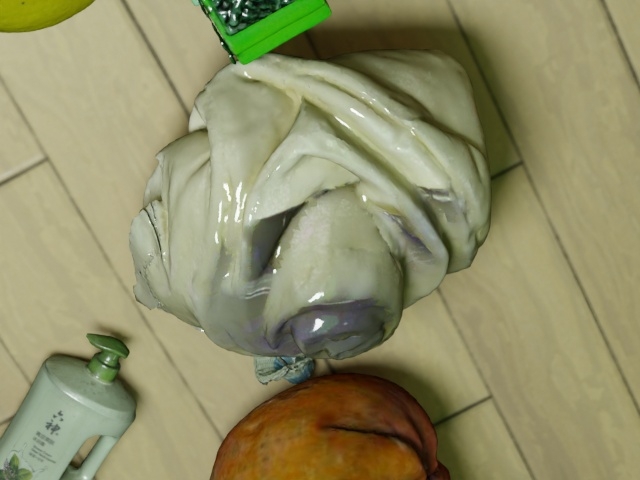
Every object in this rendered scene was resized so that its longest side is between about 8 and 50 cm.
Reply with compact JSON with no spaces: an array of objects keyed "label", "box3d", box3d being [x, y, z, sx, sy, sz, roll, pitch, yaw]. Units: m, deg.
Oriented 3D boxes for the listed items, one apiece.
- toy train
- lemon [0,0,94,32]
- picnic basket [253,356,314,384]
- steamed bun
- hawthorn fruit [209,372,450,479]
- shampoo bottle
[{"label":"toy train","box3d":[-0.085,-0.284,1.797,0.132,0.188,0.243,-29,119,5]},{"label":"lemon","box3d":[-0.275,-0.276,1.754,0.248,0.184,0.184,4,119,17]},{"label":"picnic basket","box3d":[-0.037,0.120,2.080,0.083,0.065,0.083,-26,135,7]},{"label":"steamed bun","box3d":[0.000,0.000,1.887,0.394,0.237,0.346,-32,136,18]},{"label":"hawthorn fruit","box3d":[-0.009,0.289,2.069,0.298,0.277,0.277,-14,121,24]},{"label":"shampoo bottle","box3d":[-0.269,0.200,2.056,0.118,0.087,0.234,26,108,-19]}]
